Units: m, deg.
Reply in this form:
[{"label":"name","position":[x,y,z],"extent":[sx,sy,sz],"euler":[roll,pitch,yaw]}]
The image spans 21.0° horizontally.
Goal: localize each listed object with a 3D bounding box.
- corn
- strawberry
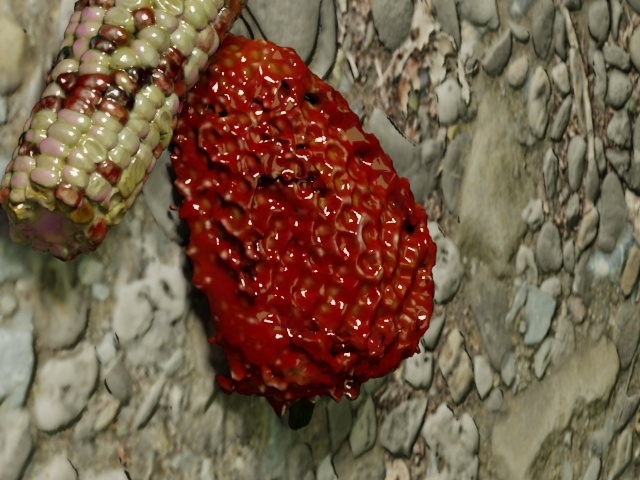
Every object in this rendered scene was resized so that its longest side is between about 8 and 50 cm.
[{"label":"corn","position":[-0.098,-0.119,0.987],"extent":[0.092,0.092,0.281],"euler":[47,59,-45]},{"label":"strawberry","position":[0.000,0.000,1.118],"extent":[0.188,0.106,0.286],"euler":[-51,131,-40]}]
